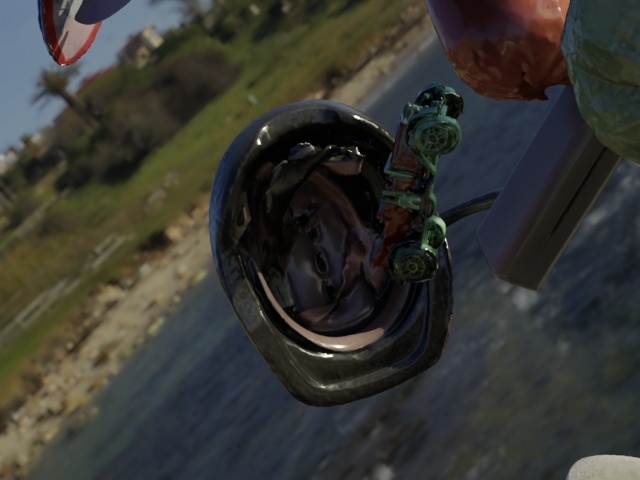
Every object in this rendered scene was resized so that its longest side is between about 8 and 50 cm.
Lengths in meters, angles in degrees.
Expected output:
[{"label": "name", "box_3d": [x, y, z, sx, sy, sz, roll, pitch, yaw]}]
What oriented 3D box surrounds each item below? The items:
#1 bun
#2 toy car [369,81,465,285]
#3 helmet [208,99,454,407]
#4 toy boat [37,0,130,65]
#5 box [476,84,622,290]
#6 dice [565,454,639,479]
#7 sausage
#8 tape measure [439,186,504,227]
[{"label": "bun", "box_3d": [0.276, -0.137, 1.085, 0.195, 0.195, 0.118, -41, 26, 22]}, {"label": "toy car", "box_3d": [0.070, -0.041, 1.057, 0.073, 0.054, 0.143, -69, -13, -60]}, {"label": "helmet", "box_3d": [0.000, 0.000, 1.278, 0.198, 0.253, 0.154, -19, 21, -10]}, {"label": "toy boat", "box_3d": [-0.169, -0.236, 1.221, 0.219, 0.072, 0.318, -60, 33, 16]}, {"label": "box", "box_3d": [0.233, -0.074, 1.368, 0.243, 0.055, 0.103, -61, 18, 22]}, {"label": "dice", "box_3d": [0.401, 0.407, 1.695, 0.251, 0.259, 0.243, 63, -139, -61]}, {"label": "sausage", "box_3d": [0.166, -0.262, 1.374, 0.152, 0.279, 0.152, -15, -16, -4]}, {"label": "tape measure", "box_3d": [0.086, 0.031, 1.720, 0.351, 0.098, 0.215, -8, 36, 25]}]
